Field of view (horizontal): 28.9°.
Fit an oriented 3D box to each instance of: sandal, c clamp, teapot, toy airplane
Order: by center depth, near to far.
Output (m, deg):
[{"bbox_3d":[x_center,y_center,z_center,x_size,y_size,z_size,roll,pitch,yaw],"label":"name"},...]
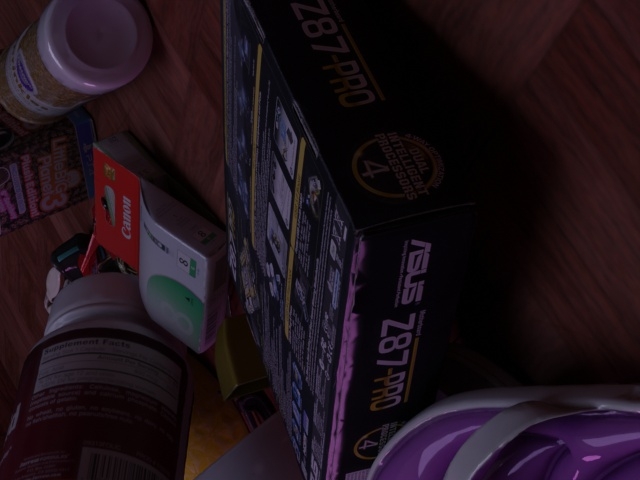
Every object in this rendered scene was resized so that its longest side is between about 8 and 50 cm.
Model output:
[{"bbox_3d":[0.147,0.178,0.823,0.416,0.102,0.169,-28,87,48],"label":"sandal"},{"bbox_3d":[-0.044,0.305,1.355,0.187,0.252,0.256,50,166,7],"label":"teapot"},{"bbox_3d":[-0.072,0.256,1.620,0.160,0.022,0.137,64,152,4],"label":"c clamp"},{"bbox_3d":[-0.326,-0.001,1.811,0.151,0.028,0.151,-19,68,60],"label":"toy airplane"}]

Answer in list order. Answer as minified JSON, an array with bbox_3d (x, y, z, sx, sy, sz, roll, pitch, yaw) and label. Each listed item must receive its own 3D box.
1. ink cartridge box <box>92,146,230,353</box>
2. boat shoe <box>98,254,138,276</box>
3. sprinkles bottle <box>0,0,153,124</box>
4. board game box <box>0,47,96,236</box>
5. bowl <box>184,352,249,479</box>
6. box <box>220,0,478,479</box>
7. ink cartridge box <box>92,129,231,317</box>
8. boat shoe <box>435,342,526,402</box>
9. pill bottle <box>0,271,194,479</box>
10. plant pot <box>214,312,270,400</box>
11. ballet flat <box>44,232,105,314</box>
[{"bbox_3d":[-0.210,0.013,1.514,0.225,0.056,0.181,31,141,19],"label":"ink cartridge box"},{"bbox_3d":[-0.284,0.035,1.800,0.153,0.048,0.056,3,117,65],"label":"boat shoe"},{"bbox_3d":[-0.306,-0.217,1.491,0.355,0.121,0.121,-5,109,66],"label":"sprinkles bottle"},{"bbox_3d":[-0.495,-0.127,1.769,0.232,0.291,0.141,45,150,36],"label":"board game box"},{"bbox_3d":[-0.227,0.314,1.780,0.289,0.156,0.289,34,136,40],"label":"bowl"},{"bbox_3d":[0.000,0.000,1.001,0.394,0.097,0.318,93,157,-49],"label":"box"},{"bbox_3d":[-0.201,-0.013,1.569,0.235,0.056,0.171,44,150,42],"label":"ink cartridge box"},{"bbox_3d":[0.161,0.228,0.975,0.320,0.103,0.118,59,156,13],"label":"boat shoe"},{"bbox_3d":[-0.276,0.241,1.549,0.392,0.224,0.224,-88,-3,-46],"label":"pill bottle"},{"bbox_3d":[-0.080,0.127,1.426,0.081,0.081,0.083,128,124,-65],"label":"plant pot"},{"bbox_3d":[-0.412,0.083,2.063,0.095,0.096,0.280,52,155,26],"label":"ballet flat"}]
